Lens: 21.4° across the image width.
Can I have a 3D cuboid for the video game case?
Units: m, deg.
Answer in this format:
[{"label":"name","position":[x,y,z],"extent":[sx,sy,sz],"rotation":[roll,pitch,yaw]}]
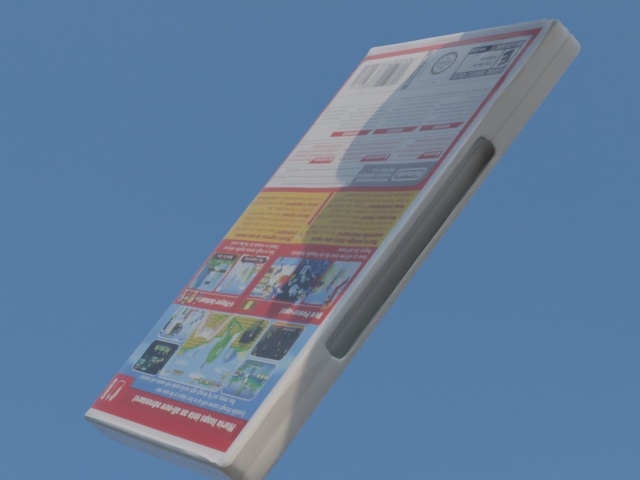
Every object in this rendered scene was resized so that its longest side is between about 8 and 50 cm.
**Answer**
[{"label":"video game case","position":[0.000,0.000,0.907],"extent":[0.025,0.285,0.204],"rotation":[44,-17,-21]}]
